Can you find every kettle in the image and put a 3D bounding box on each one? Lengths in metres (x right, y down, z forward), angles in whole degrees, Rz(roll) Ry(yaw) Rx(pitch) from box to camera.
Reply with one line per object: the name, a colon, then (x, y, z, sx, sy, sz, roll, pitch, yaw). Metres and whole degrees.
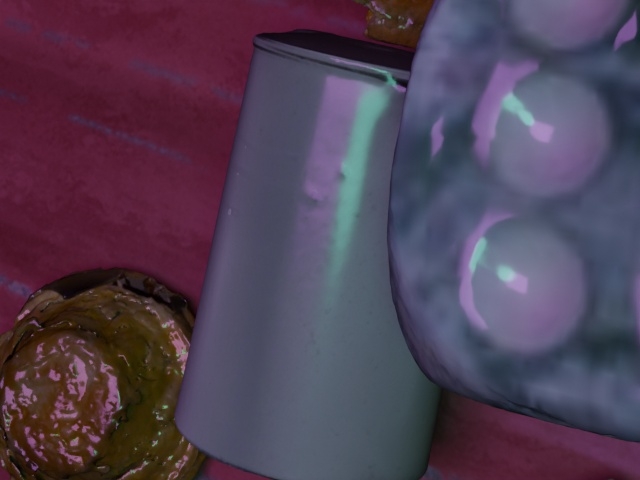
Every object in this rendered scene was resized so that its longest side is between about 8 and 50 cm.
kettle: (0.015, 0.004, 1.145, 0.205, 0.265, 0.318, 11, 103, 4)

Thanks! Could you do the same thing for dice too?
dice: (0.251, -0.036, 0.946, 0.330, 0.348, 0.328, 9, 89, 26)

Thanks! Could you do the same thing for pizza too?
pizza: (0.087, -0.229, 1.183, 0.154, 0.069, 0.194, -3, 57, -10)

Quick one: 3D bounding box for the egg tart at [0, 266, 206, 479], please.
egg tart: (-0.208, 0.139, 1.305, 0.241, 0.106, 0.241, -2, 84, 23)

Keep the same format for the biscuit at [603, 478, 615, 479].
biscuit: (0.184, 0.306, 1.073, 0.147, 0.046, 0.250, -26, 49, 24)
